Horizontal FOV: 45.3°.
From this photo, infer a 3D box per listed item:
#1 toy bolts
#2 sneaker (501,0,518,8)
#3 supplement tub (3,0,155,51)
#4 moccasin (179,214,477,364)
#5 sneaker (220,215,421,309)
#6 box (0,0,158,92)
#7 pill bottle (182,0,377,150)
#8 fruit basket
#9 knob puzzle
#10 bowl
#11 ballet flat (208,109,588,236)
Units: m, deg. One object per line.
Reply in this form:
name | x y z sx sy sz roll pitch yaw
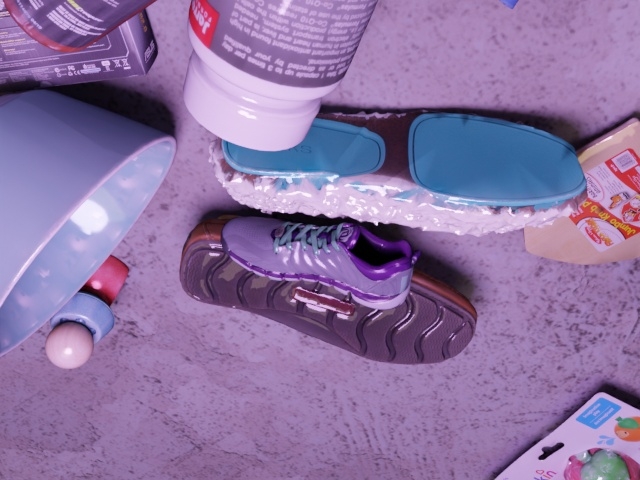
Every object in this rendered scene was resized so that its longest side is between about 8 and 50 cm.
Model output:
toy bolts | -0.391 0.090 1.015 0.228 0.158 0.218 24 129 -15
sneaker | 0.146 -0.262 0.643 0.081 0.232 0.090 46 115 14
supplement tub | -0.173 -0.243 0.644 0.198 0.106 0.106 -19 128 33
moccasin | 0.014 0.057 0.979 0.380 0.147 0.139 12 117 0
sneaker | 0.000 0.000 0.850 0.224 0.083 0.098 16 143 2
box | -0.305 -0.247 0.780 0.231 0.056 0.183 -5 129 10
pill bottle | -0.029 -0.232 0.699 0.161 0.161 0.283 18 130 -11
fruit basket | 0.490 0.411 1.222 0.353 0.165 0.327 24 129 -12
knob puzzle | 0.330 -0.042 0.922 0.213 0.030 0.213 2 132 2
bowl | -0.316 -0.041 0.833 0.163 0.311 0.311 39 126 -3
ballet flat | 0.081 -0.072 0.868 0.409 0.147 0.147 7 132 5
